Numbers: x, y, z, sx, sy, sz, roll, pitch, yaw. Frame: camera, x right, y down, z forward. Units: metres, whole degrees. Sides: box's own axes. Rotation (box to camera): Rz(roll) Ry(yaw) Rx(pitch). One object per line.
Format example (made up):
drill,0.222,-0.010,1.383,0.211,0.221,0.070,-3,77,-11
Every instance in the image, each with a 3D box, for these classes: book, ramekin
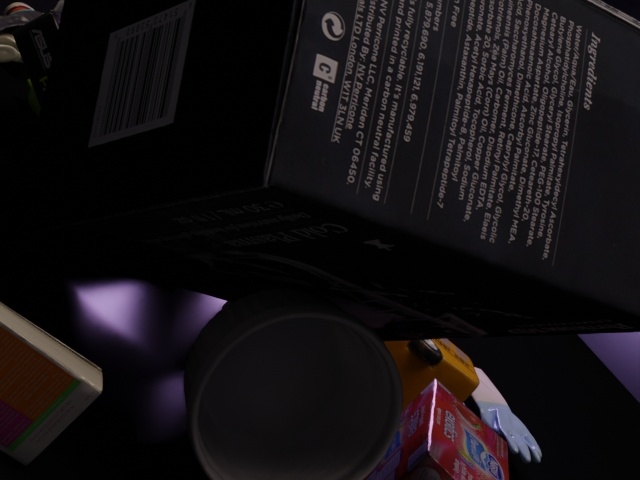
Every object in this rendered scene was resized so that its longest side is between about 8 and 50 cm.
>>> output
book,-0.251,0.100,1.048,0.144,0.096,0.035,39,15,-23
ramekin,-0.035,0.143,1.330,0.207,0.207,0.109,37,6,-26

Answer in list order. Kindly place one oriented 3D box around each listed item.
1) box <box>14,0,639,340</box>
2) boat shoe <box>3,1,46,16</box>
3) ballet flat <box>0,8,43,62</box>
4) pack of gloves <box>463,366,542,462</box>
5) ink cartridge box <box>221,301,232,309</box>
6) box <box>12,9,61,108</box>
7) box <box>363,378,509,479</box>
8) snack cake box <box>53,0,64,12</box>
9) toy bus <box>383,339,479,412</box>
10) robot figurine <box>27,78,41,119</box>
box,0.029,-0.093,1.371,0.472,0.297,0.480,17,-14,-33
boat shoe,-0.391,-0.299,1.963,0.043,0.049,0.137,53,18,23
ballet flat,-0.397,-0.253,1.764,0.074,0.074,0.203,46,20,10
pack of gloves,0.218,0.259,2.079,0.195,0.046,0.232,19,23,-35
ink cartridge box,-0.041,0.133,1.612,0.115,0.067,0.198,36,16,-27
box,-0.242,-0.127,1.644,0.270,0.060,0.216,68,18,8
box,0.125,0.271,1.541,0.122,0.128,0.257,43,13,-4
snack cake box,-0.258,-0.220,1.929,0.264,0.089,0.152,35,-5,-32
toy bus,0.060,0.118,1.863,0.333,0.108,0.130,40,14,-16
robot figurine,-0.317,-0.163,1.717,0.115,0.067,0.101,50,-16,29
